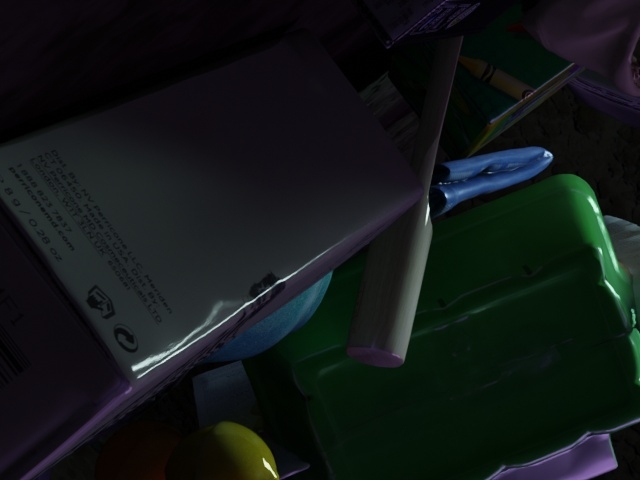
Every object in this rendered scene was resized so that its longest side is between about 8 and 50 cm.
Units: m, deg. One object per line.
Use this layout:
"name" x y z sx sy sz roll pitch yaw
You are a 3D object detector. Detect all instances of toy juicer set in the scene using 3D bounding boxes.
"toy juicer set" -0.045 0.034 1.003 0.329 0.089 0.209 -42 -145 42

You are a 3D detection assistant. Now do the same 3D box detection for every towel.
"towel" 0.000 0.000 1.299 0.285 0.034 0.209 -20 178 25

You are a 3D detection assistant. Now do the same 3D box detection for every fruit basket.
"fruit basket" 0.077 0.071 1.224 0.327 0.165 0.353 -22 -178 -3

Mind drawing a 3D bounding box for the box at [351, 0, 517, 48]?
"box" 0.111 -0.157 0.829 0.191 0.045 0.184 -38 174 17

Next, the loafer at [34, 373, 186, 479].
"loafer" -0.161 0.068 1.003 0.109 0.095 0.302 4 145 -38

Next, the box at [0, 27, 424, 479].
"box" -0.068 0.005 0.731 0.113 0.094 0.275 -38 177 29

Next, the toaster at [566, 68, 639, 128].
"toaster" 0.304 -0.159 1.676 0.129 0.227 0.146 -67 157 4

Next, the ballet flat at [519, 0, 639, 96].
"ballet flat" 0.164 -0.128 0.732 0.086 0.086 0.248 -36 175 -31

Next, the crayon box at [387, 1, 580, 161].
"crayon box" 0.133 -0.135 1.167 0.165 0.081 0.278 -37 178 -2
